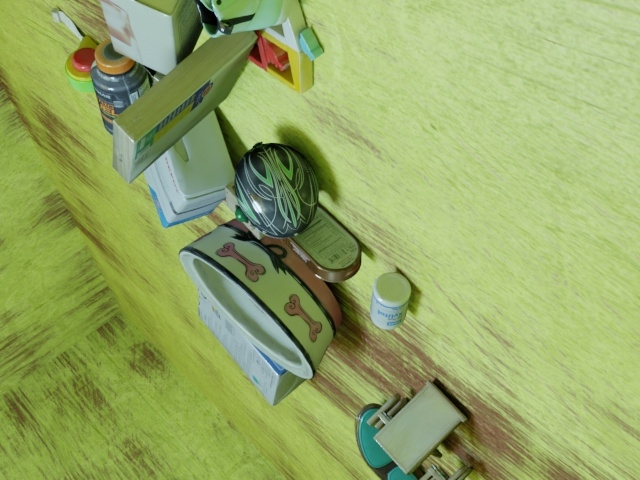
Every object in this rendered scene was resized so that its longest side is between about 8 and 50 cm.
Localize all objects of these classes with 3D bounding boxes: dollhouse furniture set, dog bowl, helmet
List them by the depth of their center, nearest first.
[{"bbox_3d":[-0.080,-0.094,1.727,0.169,0.169,0.161,67,173,-30],"label":"helmet"},{"bbox_3d":[0.224,0.400,1.936,0.212,0.161,0.242,45,180,22],"label":"dollhouse furniture set"},{"bbox_3d":[-0.121,0.117,2.083,0.408,0.150,0.408,39,162,15],"label":"dog bowl"}]

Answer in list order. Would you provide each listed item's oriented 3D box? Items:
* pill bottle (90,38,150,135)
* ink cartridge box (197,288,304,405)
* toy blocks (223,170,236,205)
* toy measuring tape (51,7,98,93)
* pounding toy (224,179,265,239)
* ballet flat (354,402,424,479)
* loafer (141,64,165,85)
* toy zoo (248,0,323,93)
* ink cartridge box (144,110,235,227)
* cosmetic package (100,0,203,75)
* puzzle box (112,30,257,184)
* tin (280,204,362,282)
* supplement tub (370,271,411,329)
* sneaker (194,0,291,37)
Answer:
[{"bbox_3d":[-0.465,-0.359,2.186,0.130,0.130,0.246,45,157,23],"label":"pill bottle"},{"bbox_3d":[-0.186,0.208,2.437,0.395,0.151,0.270,47,157,16],"label":"ink cartridge box"},{"bbox_3d":[-0.169,-0.079,2.090,0.123,0.054,0.148,52,159,8],"label":"toy blocks"},{"bbox_3d":[-0.630,-0.472,2.390,0.330,0.121,0.121,46,158,22],"label":"toy measuring tape"},{"bbox_3d":[-0.121,-0.077,1.867,0.130,0.141,0.100,45,157,22],"label":"pounding toy"},{"bbox_3d":[0.167,0.514,2.249,0.342,0.116,0.124,58,179,-20],"label":"ballet flat"},{"bbox_3d":[-0.343,-0.351,2.046,0.148,0.050,0.056,53,159,3],"label":"loafer"},{"bbox_3d":[-0.099,-0.362,1.534,0.293,0.030,0.192,40,155,35],"label":"toy zoo"},{"bbox_3d":[-0.302,-0.174,2.057,0.223,0.129,0.307,71,160,4],"label":"ink cartridge box"},{"bbox_3d":[-0.255,-0.384,1.464,0.129,0.153,0.296,24,169,-3],"label":"cosmetic package"},{"bbox_3d":[-0.253,-0.237,1.659,0.052,0.272,0.409,48,166,-4],"label":"puzzle box"},{"bbox_3d":[0.000,0.000,1.781,0.189,0.106,0.040,43,149,25],"label":"tin"},{"bbox_3d":[0.129,0.112,1.724,0.071,0.071,0.107,45,158,24],"label":"supplement tub"},{"bbox_3d":[-0.111,-0.400,1.303,0.094,0.151,0.256,40,142,34],"label":"sneaker"}]
